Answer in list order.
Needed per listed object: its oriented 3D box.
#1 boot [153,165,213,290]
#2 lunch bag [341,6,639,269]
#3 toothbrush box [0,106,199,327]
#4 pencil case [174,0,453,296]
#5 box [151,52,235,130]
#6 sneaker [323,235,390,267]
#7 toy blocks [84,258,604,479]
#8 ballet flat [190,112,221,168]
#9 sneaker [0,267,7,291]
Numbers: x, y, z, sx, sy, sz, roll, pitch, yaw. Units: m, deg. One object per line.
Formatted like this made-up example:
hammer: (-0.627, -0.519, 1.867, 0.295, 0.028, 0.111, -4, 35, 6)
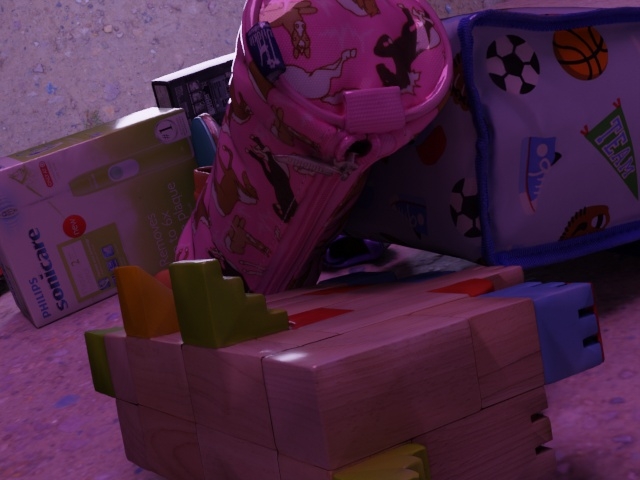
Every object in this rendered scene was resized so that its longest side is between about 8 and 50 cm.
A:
boot: (-0.128, -0.010, 0.956, 0.197, 0.152, 0.073, -9, 19, 18)
lunch bag: (0.218, -0.106, 0.807, 0.385, 0.239, 0.328, -13, 13, -26)
toothbrush box: (-0.300, -0.042, 1.112, 0.283, 0.206, 0.122, -24, 20, -25)
pencil case: (-0.028, -0.053, 0.712, 0.167, 0.160, 0.386, -43, -8, -32)
box: (-0.162, -0.176, 1.349, 0.183, 0.233, 0.059, -29, 28, -35)
sneaker: (0.000, 0.000, 0.967, 0.169, 0.068, 0.071, -5, 26, 27)
toy blocks: (0.033, 0.085, 0.549, 0.260, 0.191, 0.381, -12, 4, -33)
ballet flat: (-0.109, -0.066, 1.075, 0.079, 0.222, 0.077, -8, -22, -27)
sneaker: (-0.526, 0.043, 1.275, 0.125, 0.104, 0.262, -31, 7, 36)
